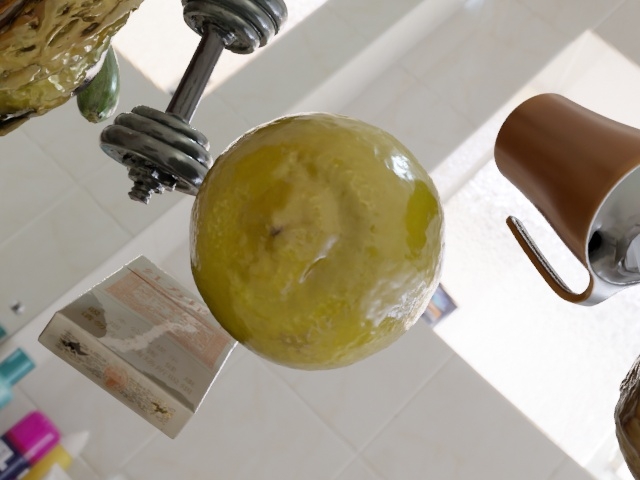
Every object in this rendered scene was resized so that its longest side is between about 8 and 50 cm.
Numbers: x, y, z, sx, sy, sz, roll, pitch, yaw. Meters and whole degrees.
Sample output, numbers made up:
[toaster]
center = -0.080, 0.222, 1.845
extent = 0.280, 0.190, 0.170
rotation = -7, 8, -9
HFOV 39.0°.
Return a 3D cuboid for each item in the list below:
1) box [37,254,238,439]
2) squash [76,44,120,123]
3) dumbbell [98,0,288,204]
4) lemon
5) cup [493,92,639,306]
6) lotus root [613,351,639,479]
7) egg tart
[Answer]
[box]
center = -0.224, 0.128, 1.228
extent = 0.205, 0.051, 0.365
rotation = 36, 10, -2
[squash]
center = -0.371, -0.273, 1.500
extent = 0.068, 0.077, 0.219
rotation = 33, 25, -38
[dumbbell]
center = -0.185, -0.240, 1.340
extent = 0.179, 0.406, 0.179
rotation = 23, -10, 4
[lemon]
center = 0.000, 0.000, 1.145
extent = 0.348, 0.348, 0.348
rotation = 39, -23, 21
[cup]
center = 0.324, -0.054, 1.109
extent = 0.182, 0.226, 0.264
rotation = 17, 21, -34
[lotus root]
center = 0.247, 0.104, 0.536
extent = 0.135, 0.159, 0.095
rotation = 40, 2, 12
[egg tart]
center = -0.267, -0.185, 0.773
extent = 0.297, 0.297, 0.132
rotation = 33, -17, 32
